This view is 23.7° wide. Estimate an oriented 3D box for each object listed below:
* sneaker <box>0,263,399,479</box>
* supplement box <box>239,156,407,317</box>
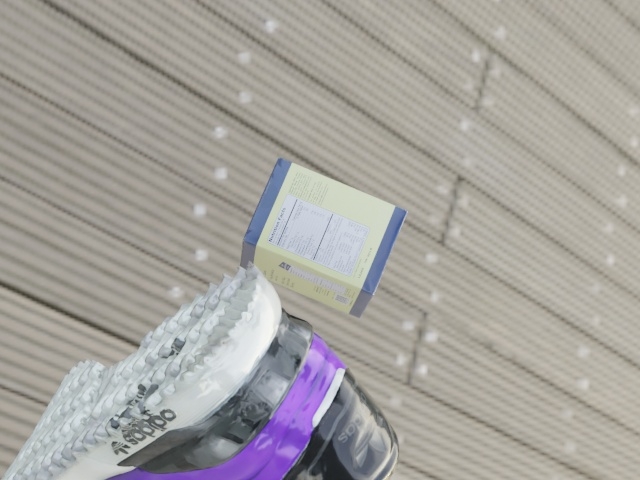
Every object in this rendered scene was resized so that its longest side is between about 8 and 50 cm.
[{"bbox_3d":[-0.066,0.126,0.790,0.146,0.293,0.102,39,55,-15],"label":"sneaker"},{"bbox_3d":[0.000,0.000,0.925,0.083,0.083,0.056,23,76,1],"label":"supplement box"}]
